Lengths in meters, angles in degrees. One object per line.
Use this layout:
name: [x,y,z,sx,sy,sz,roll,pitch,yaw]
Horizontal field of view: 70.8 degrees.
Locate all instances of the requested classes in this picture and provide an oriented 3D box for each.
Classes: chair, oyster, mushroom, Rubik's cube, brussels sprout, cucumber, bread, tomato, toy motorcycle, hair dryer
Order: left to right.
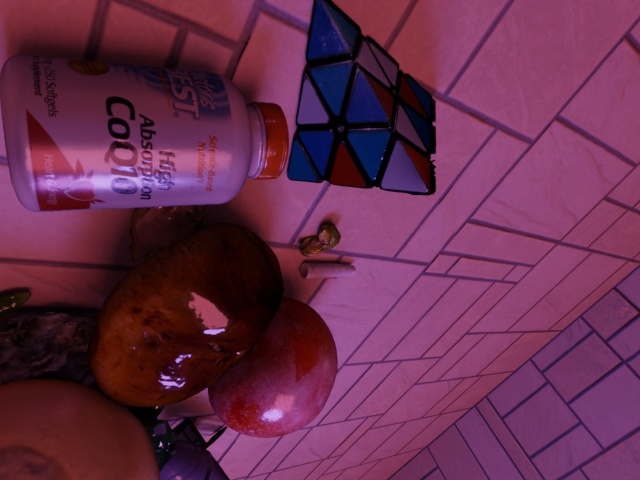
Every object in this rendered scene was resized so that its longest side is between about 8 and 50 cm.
cucumber: [-0.512,0.117,0.664,0.167,0.039,0.039,-29,142,-5]
bread: [-0.420,0.373,0.667,0.347,0.253,0.376,-1,141,-15]
oyster: [-0.429,0.210,0.737,0.267,0.112,0.199,3,121,-36]
toy motorcycle: [-0.407,0.429,0.951,0.274,0.187,0.124,-44,140,18]
hair dryer: [-0.368,0.618,1.075,0.360,0.121,0.301,-25,119,17]
mushroom: [-0.203,0.078,0.700,0.345,0.260,0.345,-40,170,-9]
chair: [-0.338,0.525,1.199,0.084,0.101,0.212,-40,178,13]
tomato: [-0.089,0.250,0.888,0.270,0.270,0.227,-41,123,13]
brussels sprout: [0.000,0.001,0.864,0.083,0.046,0.051,-29,147,14]
Rubik's cube: [0.090,-0.178,0.702,0.234,0.284,0.250,-28,173,-37]

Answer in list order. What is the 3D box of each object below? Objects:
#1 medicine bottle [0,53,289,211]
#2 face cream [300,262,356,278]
medicine bottle: [-0.185,-0.118,0.521,0.288,0.157,0.157,-6,135,-28]
face cream: [0.020,0.064,0.948,0.130,0.034,0.034,1,132,-35]
